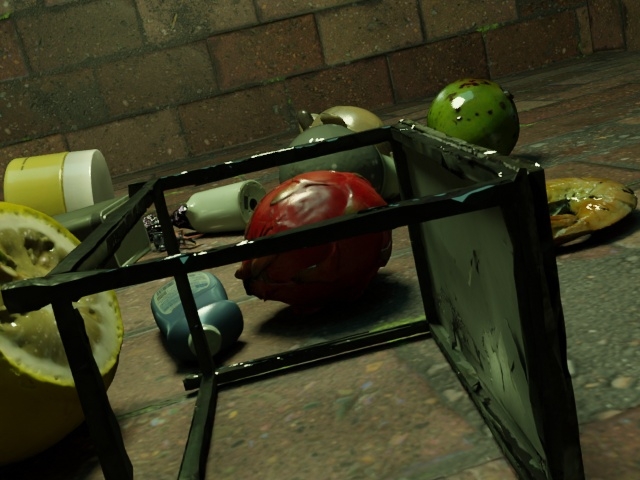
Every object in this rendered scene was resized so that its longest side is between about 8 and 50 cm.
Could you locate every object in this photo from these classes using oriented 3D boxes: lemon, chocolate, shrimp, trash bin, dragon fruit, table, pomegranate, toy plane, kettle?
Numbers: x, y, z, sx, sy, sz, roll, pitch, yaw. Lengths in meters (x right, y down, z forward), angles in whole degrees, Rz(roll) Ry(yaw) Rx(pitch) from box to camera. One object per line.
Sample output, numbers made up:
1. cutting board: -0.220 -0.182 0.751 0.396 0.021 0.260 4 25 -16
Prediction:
1. lemon: -0.323 0.097 0.632 0.219 0.240 0.240 -31 9 19
2. chocolate: -0.311 -0.041 1.448 0.147 0.072 0.070 -14 58 18
3. shrimp: 0.295 -0.026 0.868 0.267 0.061 0.145 -20 25 -31
4. trash bin: -0.481 0.008 1.323 0.241 0.122 0.164 -13 15 10
5. dragon fruit: 0.000 0.000 0.827 0.209 0.172 0.172 -34 23 -30
6. table: -0.014 0.056 0.510 0.273 0.222 0.335 -13 14 -2
7. pomegranate: 0.280 -0.208 1.353 0.248 0.202 0.202 -39 6 19
8. toy plane: -0.292 -0.003 1.352 0.060 0.037 0.145 -13 6 -42
9. kettle: -0.181 -0.067 1.379 0.148 0.098 0.127 -8 21 34

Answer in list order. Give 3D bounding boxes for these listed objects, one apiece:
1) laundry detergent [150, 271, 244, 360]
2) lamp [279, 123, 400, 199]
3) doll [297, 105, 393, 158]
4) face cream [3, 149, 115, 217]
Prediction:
1. laundry detergent: -0.148 0.091 0.811 0.097 0.061 0.206 -15 15 -15
2. lamp: 0.075 -0.114 1.231 0.314 0.181 0.182 -1 6 -33
3. doll: 0.042 -0.226 1.623 0.174 0.235 0.330 -63 21 -11
4. face cream: -0.567 -0.084 1.504 0.180 0.218 0.218 -7 14 -4
